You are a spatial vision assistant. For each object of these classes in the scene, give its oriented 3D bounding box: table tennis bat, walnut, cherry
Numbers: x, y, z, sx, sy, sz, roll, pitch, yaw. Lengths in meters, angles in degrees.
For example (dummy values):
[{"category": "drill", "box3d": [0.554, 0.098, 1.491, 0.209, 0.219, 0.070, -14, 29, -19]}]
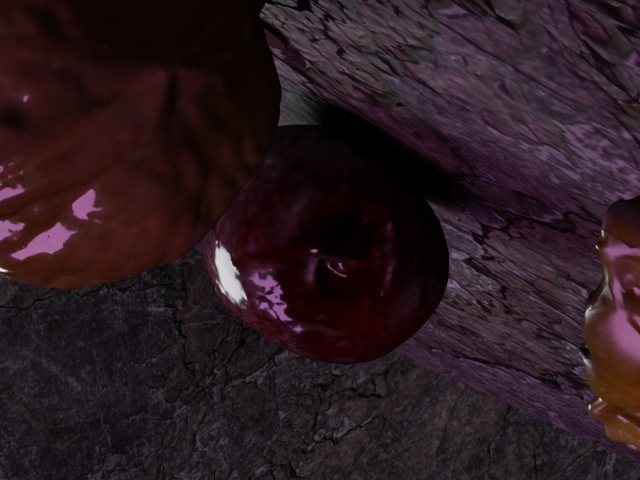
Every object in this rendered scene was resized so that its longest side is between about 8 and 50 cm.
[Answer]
[{"category": "table tennis bat", "box3d": [-0.063, -0.173, 1.151, 0.083, 0.007, 0.050, 28, 173, -2]}, {"category": "walnut", "box3d": [-0.180, -0.116, 0.943, 0.306, 0.306, 0.344, 34, 164, -32]}, {"category": "cherry", "box3d": [0.000, 0.000, 1.347, 0.230, 0.203, 0.300, 30, -173, -14]}]

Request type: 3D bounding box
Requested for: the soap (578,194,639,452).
[{"category": "soap", "box3d": [0.306, 0.091, 0.884, 0.281, 0.143, 0.259, 33, 158, 29]}]
